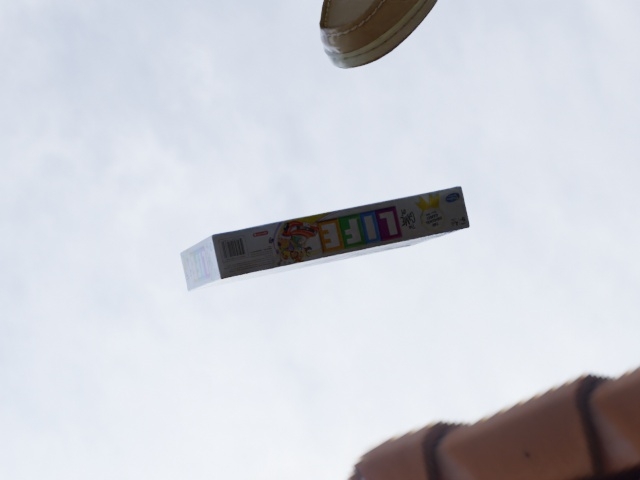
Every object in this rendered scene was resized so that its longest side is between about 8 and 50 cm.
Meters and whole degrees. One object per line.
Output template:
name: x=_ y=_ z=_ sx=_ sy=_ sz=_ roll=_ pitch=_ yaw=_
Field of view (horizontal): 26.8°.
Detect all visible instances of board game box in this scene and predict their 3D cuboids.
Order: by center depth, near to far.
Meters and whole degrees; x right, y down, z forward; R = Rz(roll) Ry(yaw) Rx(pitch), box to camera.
board game box: x=0.000 y=0.000 z=0.816 sx=0.154 sy=0.103 sz=0.026 roll=-12 pitch=-93 yaw=-16

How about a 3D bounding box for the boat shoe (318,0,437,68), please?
boat shoe: x=0.032 y=-0.156 z=0.621 sx=0.059 sy=0.063 sz=0.170 roll=46 pitch=-126 yaw=-37
